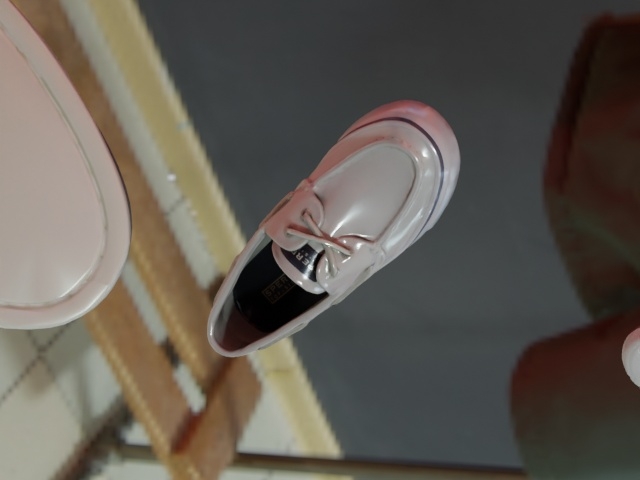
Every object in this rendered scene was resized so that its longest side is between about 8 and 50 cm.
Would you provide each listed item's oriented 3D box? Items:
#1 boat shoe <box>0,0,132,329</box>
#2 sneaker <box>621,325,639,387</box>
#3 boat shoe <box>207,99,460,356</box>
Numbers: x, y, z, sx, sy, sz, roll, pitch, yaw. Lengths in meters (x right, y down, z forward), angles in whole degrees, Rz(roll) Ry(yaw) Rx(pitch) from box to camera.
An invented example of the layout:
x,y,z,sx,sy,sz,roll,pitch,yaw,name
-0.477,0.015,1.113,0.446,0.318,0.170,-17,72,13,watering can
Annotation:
x,y,z,sx,sy,sz,roll,pitch,yaw,name
-0.192,-0.077,0.689,0.116,0.319,0.099,-54,167,0,boat shoe
0.251,0.069,1.121,0.158,0.061,0.065,13,43,-36,sneaker
0.000,0.000,1.262,0.096,0.267,0.088,48,40,-3,boat shoe
